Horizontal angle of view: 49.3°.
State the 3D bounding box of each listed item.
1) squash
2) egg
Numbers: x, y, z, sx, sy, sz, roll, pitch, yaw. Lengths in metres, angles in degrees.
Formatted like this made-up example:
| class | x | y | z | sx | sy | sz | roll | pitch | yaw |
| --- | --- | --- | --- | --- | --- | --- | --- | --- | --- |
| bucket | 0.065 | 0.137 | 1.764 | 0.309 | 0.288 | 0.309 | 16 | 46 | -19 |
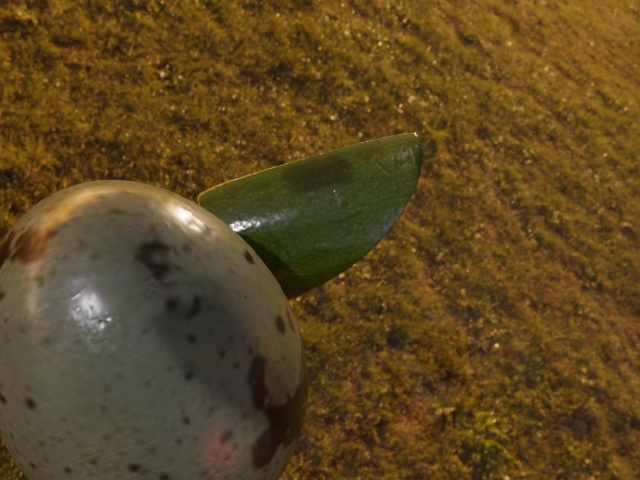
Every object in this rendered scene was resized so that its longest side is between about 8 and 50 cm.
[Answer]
| class | x | y | z | sx | sy | sz | roll | pitch | yaw |
| --- | --- | --- | --- | --- | --- | --- | --- | --- | --- |
| squash | 0.000 | 0.000 | 0.881 | 0.288 | 0.203 | 0.111 | -14 | 48 | -7 |
| egg | -0.162 | 0.116 | 0.666 | 0.287 | 0.287 | 0.379 | -69 | 143 | -50 |
